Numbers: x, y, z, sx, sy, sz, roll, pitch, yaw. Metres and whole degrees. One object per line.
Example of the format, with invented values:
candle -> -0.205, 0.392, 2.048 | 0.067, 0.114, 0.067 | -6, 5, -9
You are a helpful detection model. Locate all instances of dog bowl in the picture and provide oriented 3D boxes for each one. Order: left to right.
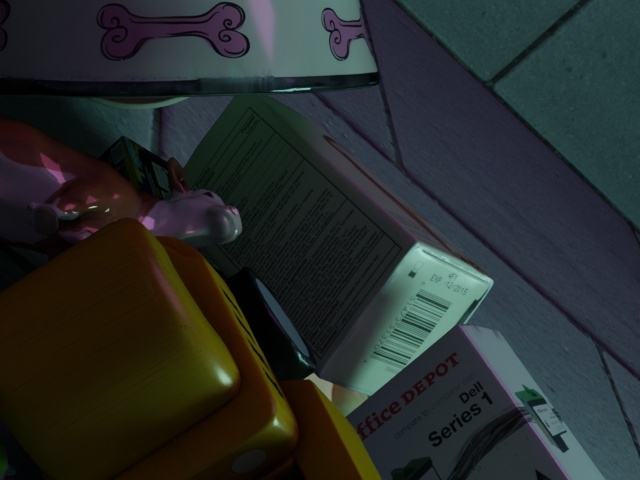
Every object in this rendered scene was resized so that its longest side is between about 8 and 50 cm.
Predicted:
dog bowl -> -0.148, -0.215, 1.329 | 0.408, 0.408, 0.150 | -30, 121, -71

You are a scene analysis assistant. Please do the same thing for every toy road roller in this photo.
toy road roller -> -0.100, 0.137, 0.956 | 0.329, 0.202, 0.240 | 60, 4, 37

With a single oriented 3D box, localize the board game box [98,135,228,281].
board game box -> -0.149, -0.011, 1.470 | 0.141, 0.048, 0.170 | 34, 23, -41

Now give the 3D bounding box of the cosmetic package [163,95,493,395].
cosmetic package -> 0.000, 0.000, 1.355 | 0.129, 0.153, 0.296 | 24, 16, -47

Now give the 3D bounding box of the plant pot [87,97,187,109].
plant pot -> -0.226, -0.306, 1.633 | 0.256, 0.256, 0.274 | 38, 5, -27

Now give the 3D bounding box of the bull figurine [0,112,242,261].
bull figurine -> -0.222, -0.033, 1.159 | 0.310, 0.101, 0.188 | 21, 18, 7

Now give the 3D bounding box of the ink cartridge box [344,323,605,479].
ink cartridge box -> 0.127, 0.198, 1.163 | 0.219, 0.160, 0.092 | 55, 18, 23

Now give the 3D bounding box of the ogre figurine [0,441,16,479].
ogre figurine -> -0.265, 0.126, 0.870 | 0.118, 0.097, 0.197 | 40, 6, 11

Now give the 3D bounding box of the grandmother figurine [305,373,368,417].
grandmother figurine -> -0.088, 0.099, 1.313 | 0.208, 0.104, 0.342 | 48, 14, 27
